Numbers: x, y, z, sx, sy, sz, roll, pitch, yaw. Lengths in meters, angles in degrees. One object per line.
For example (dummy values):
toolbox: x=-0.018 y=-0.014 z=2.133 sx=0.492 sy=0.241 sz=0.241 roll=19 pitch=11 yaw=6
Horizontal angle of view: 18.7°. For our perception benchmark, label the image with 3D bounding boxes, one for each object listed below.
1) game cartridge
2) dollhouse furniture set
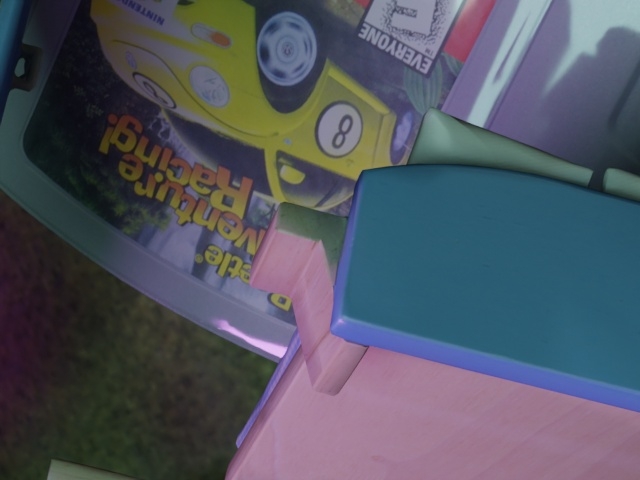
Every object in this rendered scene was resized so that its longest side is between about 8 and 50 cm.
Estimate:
game cartridge: x=-0.017 y=-0.065 z=0.711 sx=0.294 sy=0.060 sz=0.196 roll=30 pitch=114 yaw=13
dollhouse furniture set: x=0.000 y=0.000 z=0.648 sx=0.303 sy=0.198 sz=0.286 roll=14 pitch=152 yaw=-6
